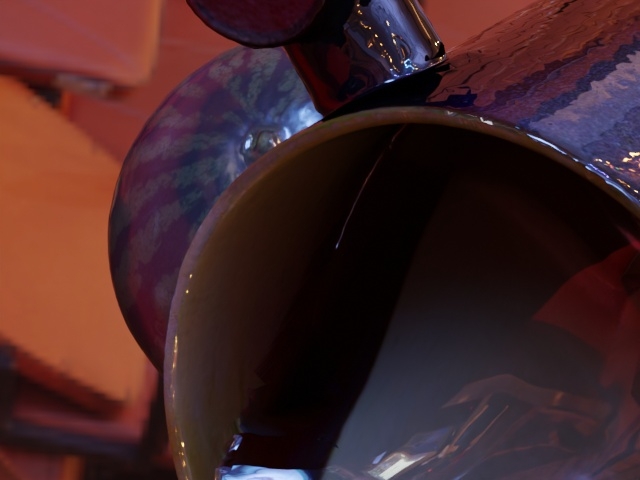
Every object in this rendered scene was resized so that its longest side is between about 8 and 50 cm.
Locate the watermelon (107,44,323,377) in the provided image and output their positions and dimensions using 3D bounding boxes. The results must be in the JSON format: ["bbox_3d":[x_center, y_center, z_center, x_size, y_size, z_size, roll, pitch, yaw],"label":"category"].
[{"bbox_3d":[0.000,0.000,0.937,0.212,0.212,0.212,-177,-90,-88],"label":"watermelon"}]

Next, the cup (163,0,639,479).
[{"bbox_3d":[0.043,-0.004,0.472,0.177,0.239,0.166,-26,157,-55],"label":"cup"}]
